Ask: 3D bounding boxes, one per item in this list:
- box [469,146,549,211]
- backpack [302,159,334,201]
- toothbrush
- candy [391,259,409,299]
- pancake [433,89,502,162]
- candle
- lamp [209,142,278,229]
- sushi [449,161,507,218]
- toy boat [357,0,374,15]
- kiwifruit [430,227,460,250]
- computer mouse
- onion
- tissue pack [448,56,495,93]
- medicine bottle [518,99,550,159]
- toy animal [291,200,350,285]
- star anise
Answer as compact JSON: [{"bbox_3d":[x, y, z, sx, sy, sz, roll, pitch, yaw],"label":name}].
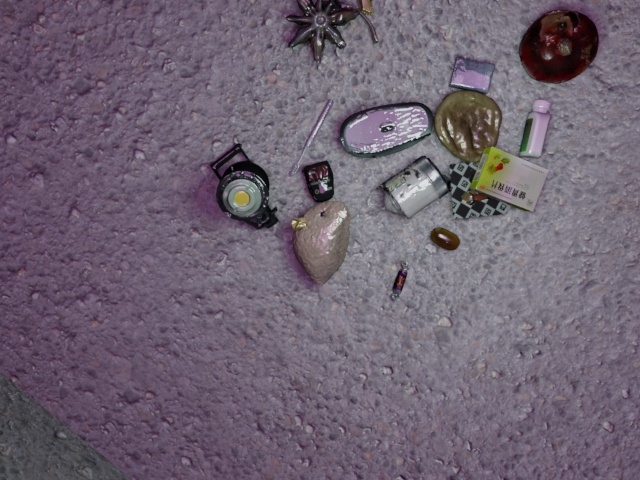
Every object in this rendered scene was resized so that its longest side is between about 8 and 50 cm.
[{"bbox_3d":[0.741,-0.239,1.808,0.261,0.062,0.175,20,92,-9],"label":"box"},{"bbox_3d":[0.000,-0.242,1.896,0.120,0.106,0.165,-19,90,3],"label":"backpack"},{"bbox_3d":[-0.037,-0.426,1.922,0.024,0.029,0.353,28,97,-10],"label":"toothbrush"},{"bbox_3d":[0.333,0.166,1.929,0.045,0.043,0.174,18,101,7],"label":"candy"},{"bbox_3d":[0.585,-0.458,1.812,0.295,0.049,0.294,-1,95,-10],"label":"pancake"},{"bbox_3d":[0.339,-0.184,1.829,0.330,0.187,0.187,-35,91,10],"label":"candle"},{"bbox_3d":[-0.314,-0.210,1.849,0.205,0.272,0.374,-36,90,6],"label":"lamp"},{"bbox_3d":[0.627,-0.204,1.852,0.232,0.047,0.219,-6,94,-6],"label":"sushi"},{"bbox_3d":[0.177,-1.002,1.835,0.072,0.064,0.205,-15,95,-11],"label":"toy boat"},{"bbox_3d":[0.510,-0.006,1.880,0.125,0.075,0.075,30,97,-1],"label":"kiwifruit"},{"bbox_3d":[0.262,-0.443,1.846,0.375,0.114,0.203,-10,96,6],"label":"computer mouse"},{"bbox_3d":[0.891,-0.727,1.715,0.272,0.195,0.271,3,103,12],"label":"onion"},{"bbox_3d":[0.599,-0.652,1.824,0.157,0.051,0.112,13,99,5],"label":"tissue pack"},{"bbox_3d":[0.833,-0.428,1.784,0.078,0.115,0.219,12,96,6],"label":"medicine bottle"},{"bbox_3d":[-0.002,0.007,1.878,0.227,0.188,0.357,12,97,16],"label":"toy animal"},{"bbox_3d":[0.013,-0.854,1.842,0.316,0.139,0.359,-35,106,15],"label":"star anise"}]
